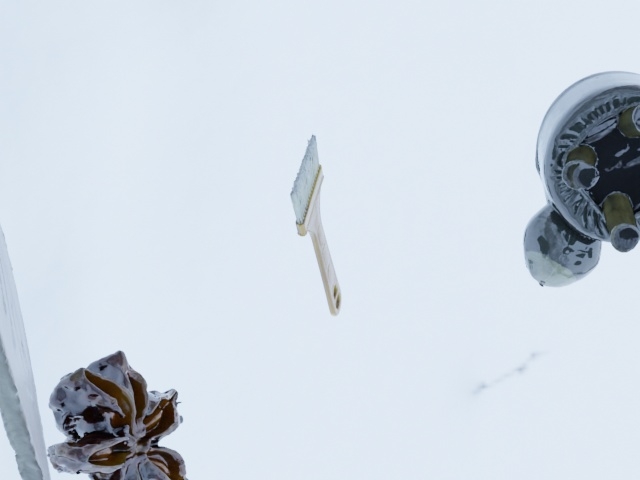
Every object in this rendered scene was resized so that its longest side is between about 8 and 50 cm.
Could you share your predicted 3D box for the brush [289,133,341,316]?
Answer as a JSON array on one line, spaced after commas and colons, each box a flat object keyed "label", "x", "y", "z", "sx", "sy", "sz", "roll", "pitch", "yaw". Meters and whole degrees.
[{"label": "brush", "x": 0.000, "y": 0.000, "z": 1.930, "sx": 0.272, "sy": 0.013, "sz": 0.103, "roll": 76, "pitch": 24, "yaw": -46}]

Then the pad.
[{"label": "pad", "x": -0.229, "y": 0.034, "z": 1.113, "sx": 0.286, "sy": 0.018, "sz": 0.284, "roll": -110, "pitch": -170, "yaw": -46}]

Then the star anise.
[{"label": "star anise", "x": -0.241, "y": 0.237, "z": 1.800, "sx": 0.220, "sy": 0.125, "sz": 0.190, "roll": 52, "pitch": 26, "yaw": -43}]

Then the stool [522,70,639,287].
[{"label": "stool", "x": 0.283, "y": -0.051, "z": 1.486, "sx": 0.139, "sy": 0.153, "sz": 0.228, "roll": -89, "pitch": -173, "yaw": -73}]
